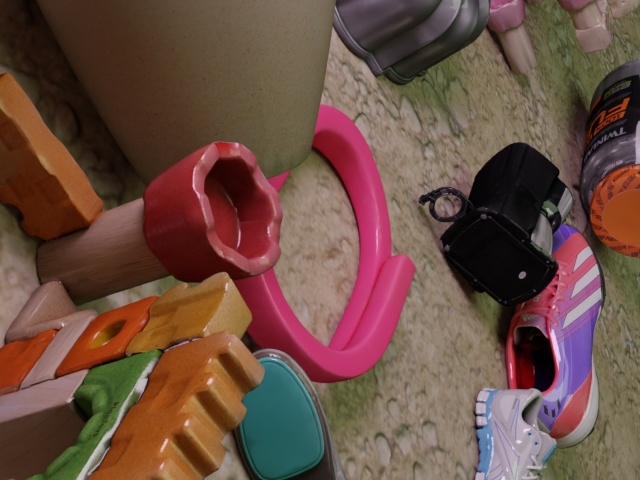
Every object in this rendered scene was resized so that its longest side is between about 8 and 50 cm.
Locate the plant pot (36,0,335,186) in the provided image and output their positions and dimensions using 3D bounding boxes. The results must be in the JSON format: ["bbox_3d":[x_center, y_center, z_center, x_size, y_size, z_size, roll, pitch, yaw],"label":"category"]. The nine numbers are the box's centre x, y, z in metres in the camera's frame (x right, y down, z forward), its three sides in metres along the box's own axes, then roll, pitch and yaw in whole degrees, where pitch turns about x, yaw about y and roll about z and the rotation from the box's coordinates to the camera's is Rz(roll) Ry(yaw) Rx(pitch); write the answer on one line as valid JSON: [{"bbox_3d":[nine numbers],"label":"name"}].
[{"bbox_3d":[-0.089,-0.181,0.743,0.256,0.257,0.274,-43,128,-57],"label":"plant pot"}]

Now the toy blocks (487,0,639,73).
[{"bbox_3d":[0.388,-0.452,1.562,0.260,0.309,0.288,61,31,-31],"label":"toy blocks"}]

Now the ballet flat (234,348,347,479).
[{"bbox_3d":[-0.015,0.182,0.836,0.068,0.072,0.213,-84,154,-83],"label":"ballet flat"}]

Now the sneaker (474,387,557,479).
[{"bbox_3d":[0.215,0.244,1.150,0.071,0.083,0.190,36,47,-48],"label":"sneaker"}]

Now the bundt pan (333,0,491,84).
[{"bbox_3d":[0.097,-0.355,1.224,0.331,0.124,0.330,32,49,-47],"label":"bundt pan"}]

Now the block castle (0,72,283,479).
[{"bbox_3d":[-0.185,0.025,0.478,0.303,0.213,0.453,57,33,-25],"label":"block castle"}]

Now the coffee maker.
[{"bbox_3d":[0.218,-0.039,1.262,0.171,0.120,0.178,59,32,-21],"label":"coffee maker"}]

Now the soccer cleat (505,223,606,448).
[{"bbox_3d":[0.285,0.094,1.323,0.116,0.109,0.318,40,46,-37],"label":"soccer cleat"}]

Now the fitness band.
[{"bbox_3d":[0.000,0.000,0.958,0.209,0.054,0.291,56,33,-22],"label":"fitness band"}]

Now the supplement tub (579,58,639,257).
[{"bbox_3d":[0.538,-0.137,1.749,0.207,0.207,0.338,56,33,-26],"label":"supplement tub"}]
